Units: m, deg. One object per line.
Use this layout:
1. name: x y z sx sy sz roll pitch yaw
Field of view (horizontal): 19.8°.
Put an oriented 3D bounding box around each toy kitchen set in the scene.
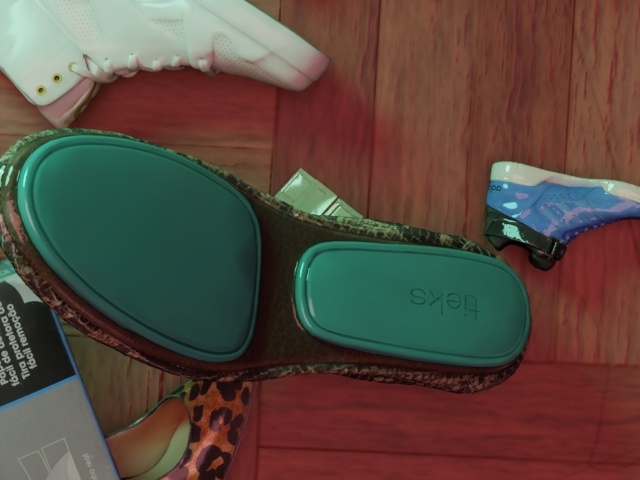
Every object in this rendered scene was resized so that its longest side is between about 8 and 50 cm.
1. toy kitchen set: 0.000 0.000 1.541 0.068 0.075 0.083 -47 53 -5

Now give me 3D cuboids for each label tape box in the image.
1. label tape box: -0.329 0.190 1.343 0.347 0.115 0.249 -23 101 -17

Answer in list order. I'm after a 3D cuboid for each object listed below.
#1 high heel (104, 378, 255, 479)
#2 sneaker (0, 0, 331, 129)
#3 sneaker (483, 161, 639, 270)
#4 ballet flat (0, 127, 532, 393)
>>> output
1. high heel: -0.174 0.163 1.475 0.186 0.093 0.261 31 97 -31
2. sneaker: -0.150 -0.152 1.498 0.292 0.108 0.169 28 92 6
3. sneaker: 0.212 -0.011 1.537 0.152 0.058 0.085 11 85 1
4. ballet flat: -0.062 0.038 1.403 0.482 0.182 0.164 14 73 -33
